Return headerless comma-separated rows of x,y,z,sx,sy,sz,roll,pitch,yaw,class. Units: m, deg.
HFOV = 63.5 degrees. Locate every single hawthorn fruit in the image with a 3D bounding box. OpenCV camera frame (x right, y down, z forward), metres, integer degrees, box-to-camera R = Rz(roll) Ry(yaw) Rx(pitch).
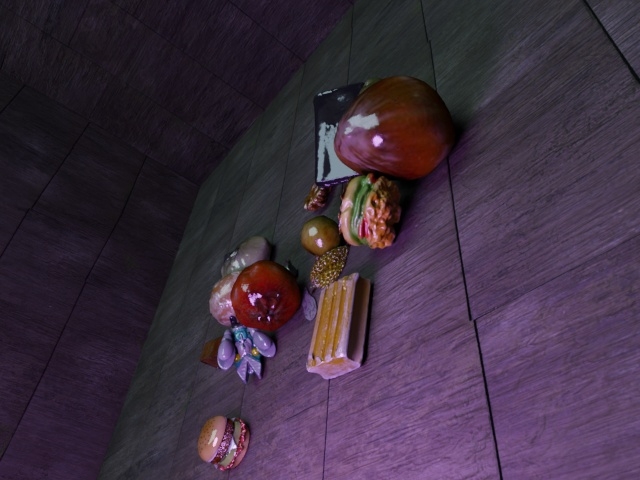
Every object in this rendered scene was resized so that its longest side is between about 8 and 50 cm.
-0.209,0.172,1.851,0.254,0.254,0.300,-52,37,16,hawthorn fruit

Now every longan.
0.000,0.000,1.798,0.155,0.145,0.176,-53,-25,-85,longan

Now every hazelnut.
0.213,-0.325,1.545,0.372,0.372,0.316,-23,81,53,hazelnut

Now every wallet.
0.082,-0.406,1.979,0.228,0.062,0.406,-9,67,20,wallet

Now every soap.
0.056,0.240,1.477,0.173,0.089,0.274,-35,33,44,soap

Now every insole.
-0.045,0.218,1.792,0.065,0.006,0.193,-56,24,8,insole

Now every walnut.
-0.004,-0.191,2.108,0.143,0.069,0.170,-4,57,63,walnut

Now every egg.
-0.347,0.237,2.114,0.245,0.203,0.203,-62,23,16,egg

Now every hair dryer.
-0.133,0.120,2.041,0.106,0.054,0.154,-52,15,26,hair dryer

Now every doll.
-0.287,0.379,1.838,0.195,0.153,0.258,-42,57,-20,doll

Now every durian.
0.023,0.103,1.744,0.215,0.086,0.100,-50,-8,11,durian

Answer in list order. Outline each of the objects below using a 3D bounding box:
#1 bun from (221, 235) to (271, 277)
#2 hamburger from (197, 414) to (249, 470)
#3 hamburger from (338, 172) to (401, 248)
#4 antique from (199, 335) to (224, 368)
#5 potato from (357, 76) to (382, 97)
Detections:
-0.334,0.096,2.294,0.273,0.168,0.273,-44,21,22,bun
-0.324,0.649,1.676,0.175,0.137,0.175,-47,25,31,hamburger
0.160,-0.087,1.524,0.148,0.237,0.237,6,62,26,hamburger
-0.363,0.432,2.049,0.310,0.093,0.087,-29,38,47,antique
0.221,-0.501,1.888,0.160,0.178,0.235,-31,46,24,potato
